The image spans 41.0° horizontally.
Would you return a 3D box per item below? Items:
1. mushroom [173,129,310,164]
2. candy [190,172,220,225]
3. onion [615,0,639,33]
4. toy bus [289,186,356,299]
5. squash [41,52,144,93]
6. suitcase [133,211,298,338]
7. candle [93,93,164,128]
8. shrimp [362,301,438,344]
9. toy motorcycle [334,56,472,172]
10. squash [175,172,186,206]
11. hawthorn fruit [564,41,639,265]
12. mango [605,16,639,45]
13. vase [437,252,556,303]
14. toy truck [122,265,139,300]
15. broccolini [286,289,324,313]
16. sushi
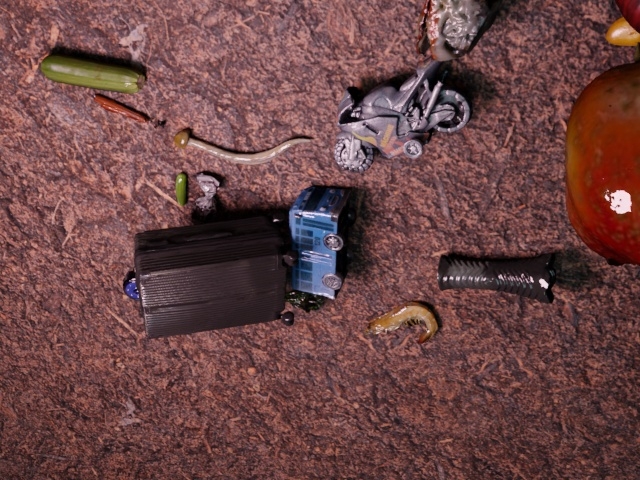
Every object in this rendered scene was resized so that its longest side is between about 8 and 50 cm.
[{"bbox_3d":[-0.168,-0.198,1.836,0.306,0.043,0.068,6,150,12],"label":"mushroom"},{"bbox_3d":[-0.276,-0.059,1.954,0.094,0.051,0.226,28,129,5],"label":"candy"},{"bbox_3d":[0.588,-0.415,1.286,0.273,0.273,0.285,13,166,9],"label":"onion"},{"bbox_3d":[0.000,0.000,1.866,0.133,0.116,0.234,12,128,14],"label":"toy bus"},{"bbox_3d":[-0.484,-0.352,1.811,0.229,0.066,0.066,12,126,10],"label":"squash"},{"bbox_3d":[-0.228,0.082,1.849,0.335,0.152,0.229,-8,135,-13],"label":"suitcase"},{"bbox_3d":[-0.418,-0.278,1.868,0.167,0.021,0.026,24,107,2],"label":"candle"},{"bbox_3d":[0.194,0.205,1.999,0.178,0.034,0.124,-31,116,27],"label":"shrimp"},{"bbox_3d":[0.139,-0.245,1.661,0.307,0.108,0.173,-23,108,27],"label":"toy motorcycle"},{"bbox_3d":[-0.317,-0.114,1.945,0.027,0.027,0.089,12,126,10],"label":"squash"},{"bbox_3d":[0.592,-0.149,1.434,0.403,0.403,0.403,9,126,12],"label":"hawthorn fruit"},{"bbox_3d":[0.540,-0.364,1.483,0.089,0.046,0.060,-15,118,31],"label":"mango"},{"bbox_3d":[0.372,0.075,1.812,0.237,0.115,0.115,2,124,22],"label":"vase"},{"bbox_3d":[-0.344,0.089,2.008,0.177,0.161,0.213,-12,130,19],"label":"toy truck"},{"bbox_3d":[-0.108,0.136,2.055,0.254,0.071,0.057,0,165,26],"label":"broccolini"},{"bbox_3d":[0.267,-0.452,1.464,0.130,0.124,0.332,28,129,12],"label":"sushi"}]
